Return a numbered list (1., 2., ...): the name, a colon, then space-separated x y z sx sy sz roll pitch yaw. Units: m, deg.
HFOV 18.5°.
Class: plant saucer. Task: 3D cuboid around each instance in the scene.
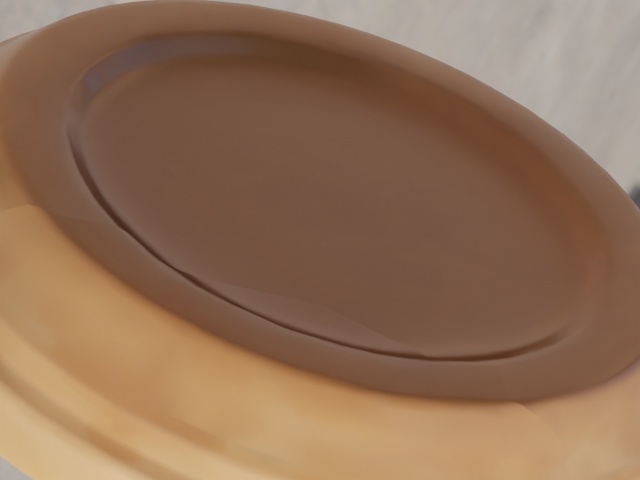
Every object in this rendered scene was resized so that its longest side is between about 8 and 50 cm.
1. plant saucer: 0.000 0.000 0.442 0.200 0.200 0.037 -46 161 -58
